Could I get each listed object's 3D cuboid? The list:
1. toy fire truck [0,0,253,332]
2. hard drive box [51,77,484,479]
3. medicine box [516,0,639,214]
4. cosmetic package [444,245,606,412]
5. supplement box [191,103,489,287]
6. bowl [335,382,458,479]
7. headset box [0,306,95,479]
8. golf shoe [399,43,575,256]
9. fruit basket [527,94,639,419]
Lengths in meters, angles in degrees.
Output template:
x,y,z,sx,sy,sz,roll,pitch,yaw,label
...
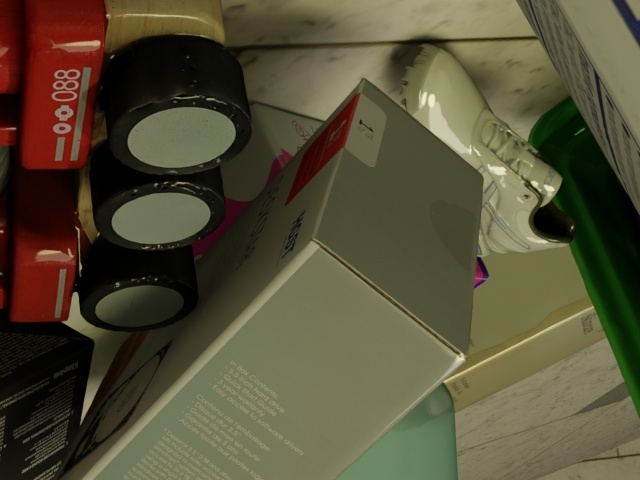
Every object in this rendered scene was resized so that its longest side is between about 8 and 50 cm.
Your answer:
x,y,z,sx,sy,sz,roll,pitch,yaw,label
-0.166,-0.034,0.587,0.246,0.159,0.217,-1,150,-16,toy fire truck
-0.027,0.056,0.698,0.232,0.089,0.181,-46,-167,26,hard drive box
0.156,-0.164,0.391,0.263,0.289,0.149,-29,161,9,medicine box
0.223,0.038,1.288,0.309,0.113,0.160,-27,161,6,cosmetic package
0.000,0.000,0.902,0.114,0.111,0.220,-35,159,23,supplement box
-0.022,0.141,1.040,0.311,0.311,0.163,1,110,-53,bowl
-0.250,0.188,0.745,0.218,0.110,0.293,-29,139,-52,headset box
0.110,-0.056,0.867,0.086,0.069,0.176,7,148,34,golf shoe
0.270,-0.061,0.842,0.283,0.392,0.392,-32,160,15,fruit basket
